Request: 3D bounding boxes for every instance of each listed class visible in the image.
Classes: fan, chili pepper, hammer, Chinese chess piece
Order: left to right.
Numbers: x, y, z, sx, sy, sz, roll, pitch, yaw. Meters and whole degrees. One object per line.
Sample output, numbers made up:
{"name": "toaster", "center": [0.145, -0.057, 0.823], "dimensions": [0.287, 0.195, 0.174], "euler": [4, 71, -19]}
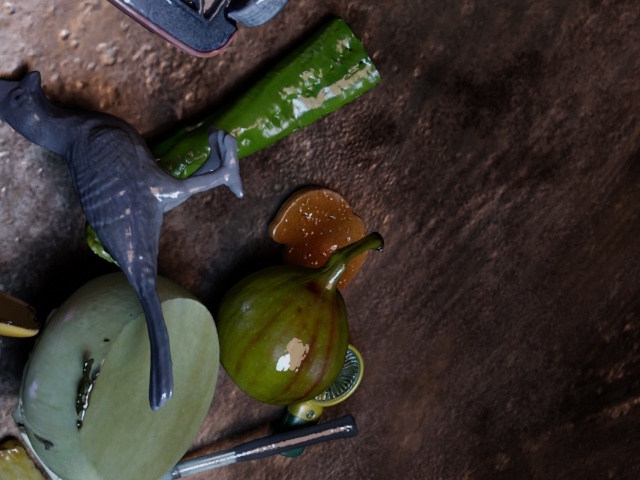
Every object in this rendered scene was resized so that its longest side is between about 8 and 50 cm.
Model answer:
{"name": "Chinese chess piece", "center": [-0.200, 0.140, 1.702], "dimensions": [0.237, 0.092, 0.238], "euler": [-36, 137, -43]}
{"name": "chili pepper", "center": [-0.095, -0.100, 1.721], "dimensions": [0.359, 0.076, 0.085], "euler": [-37, 95, -14]}
{"name": "hammer", "center": [-0.079, 0.227, 1.864], "dimensions": [0.246, 0.029, 0.103], "euler": [-15, 115, -9]}
{"name": "fan", "center": [-0.012, 0.173, 1.896], "dimensions": [0.082, 0.039, 0.155], "euler": [18, 105, -31]}

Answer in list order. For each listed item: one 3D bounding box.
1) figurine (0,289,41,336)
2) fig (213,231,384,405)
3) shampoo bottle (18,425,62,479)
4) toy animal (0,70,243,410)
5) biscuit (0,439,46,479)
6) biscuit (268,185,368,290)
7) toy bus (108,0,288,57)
{"name": "figurine", "center": [-0.396, 0.158, 1.615], "dimensions": [0.208, 0.181, 0.257], "euler": [18, 97, -51]}
{"name": "fig", "center": [-0.022, 0.087, 1.776], "dimensions": [0.148, 0.142, 0.186], "euler": [11, 136, -36]}
{"name": "shampoo bottle", "center": [-0.267, 0.240, 1.794], "dimensions": [0.049, 0.034, 0.141], "euler": [-35, 123, -17]}
{"name": "toy animal", "center": [-0.167, -0.041, 1.623], "dimensions": [0.205, 0.081, 0.367], "euler": [-29, 82, -17]}
{"name": "biscuit", "center": [-0.339, 0.340, 1.800], "dimensions": [0.172, 0.029, 0.255], "euler": [-32, 122, -12]}
{"name": "biscuit", "center": [0.000, 0.000, 1.842], "dimensions": [0.102, 0.019, 0.130], "euler": [-39, 122, -9]}
{"name": "toy bus", "center": [-0.076, -0.392, 1.523], "dimensions": [0.203, 0.233, 0.427], "euler": [35, 89, -33]}
